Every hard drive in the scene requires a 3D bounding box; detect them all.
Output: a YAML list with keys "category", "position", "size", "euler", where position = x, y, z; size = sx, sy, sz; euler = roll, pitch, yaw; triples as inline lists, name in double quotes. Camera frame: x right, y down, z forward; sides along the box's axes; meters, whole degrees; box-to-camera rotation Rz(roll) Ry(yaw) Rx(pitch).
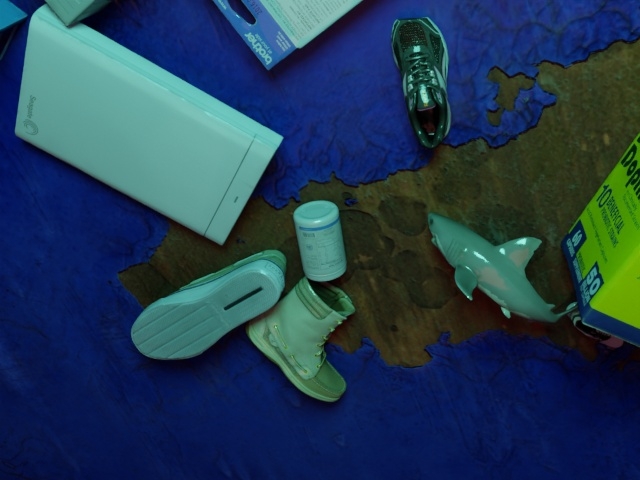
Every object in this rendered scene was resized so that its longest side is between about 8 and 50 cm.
- category: "hard drive"
  position: [-0.256, -0.150, 0.983]
  size: [0.353, 0.047, 0.233]
  euler: [29, 136, -7]

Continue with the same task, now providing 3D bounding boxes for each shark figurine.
- category: "shark figurine"
  position: [0.285, 0.049, 0.970]
  size: [0.278, 0.166, 0.116]
  euler: [35, 111, -12]

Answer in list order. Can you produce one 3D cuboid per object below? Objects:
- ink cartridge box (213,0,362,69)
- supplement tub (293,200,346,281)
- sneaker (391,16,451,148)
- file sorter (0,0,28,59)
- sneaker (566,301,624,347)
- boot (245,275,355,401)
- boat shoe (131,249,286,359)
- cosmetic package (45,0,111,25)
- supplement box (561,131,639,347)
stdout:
- category: "ink cartridge box"
  position: [0.001, -0.370, 0.821]
  size: [0.311, 0.065, 0.186]
  euler: [-32, 110, 23]
- category: "supplement tub"
  position: [0.000, 0.000, 1.040]
  size: [0.071, 0.071, 0.107]
  euler: [-2, 121, 12]
- category: "sneaker"
  position: [0.138, -0.201, 0.889]
  size: [0.072, 0.077, 0.178]
  euler: [-14, 117, 17]
- category: "file sorter"
  position: [-0.503, -0.276, 0.909]
  size: [0.118, 0.170, 0.104]
  euler: [36, 123, -12]
- category: "sneaker"
  position: [0.428, 0.140, 1.062]
  size: [0.109, 0.043, 0.040]
  euler: [31, 119, -11]
- category: "boot"
  position: [0.002, 0.165, 1.138]
  size: [0.213, 0.077, 0.165]
  euler: [44, 117, -13]
- category: "boat shoe"
  position: [-0.176, 0.109, 1.124]
  size: [0.302, 0.094, 0.109]
  euler: [-24, 104, 22]
- category: "cosmetic package"
  position: [-0.255, -0.388, 0.834]
  size: [0.238, 0.107, 0.127]
  euler: [-30, 109, 29]
- category: "supplement box"
  position: [0.489, -0.045, 0.849]
  size: [0.195, 0.194, 0.356]
  euler: [23, 122, -4]
